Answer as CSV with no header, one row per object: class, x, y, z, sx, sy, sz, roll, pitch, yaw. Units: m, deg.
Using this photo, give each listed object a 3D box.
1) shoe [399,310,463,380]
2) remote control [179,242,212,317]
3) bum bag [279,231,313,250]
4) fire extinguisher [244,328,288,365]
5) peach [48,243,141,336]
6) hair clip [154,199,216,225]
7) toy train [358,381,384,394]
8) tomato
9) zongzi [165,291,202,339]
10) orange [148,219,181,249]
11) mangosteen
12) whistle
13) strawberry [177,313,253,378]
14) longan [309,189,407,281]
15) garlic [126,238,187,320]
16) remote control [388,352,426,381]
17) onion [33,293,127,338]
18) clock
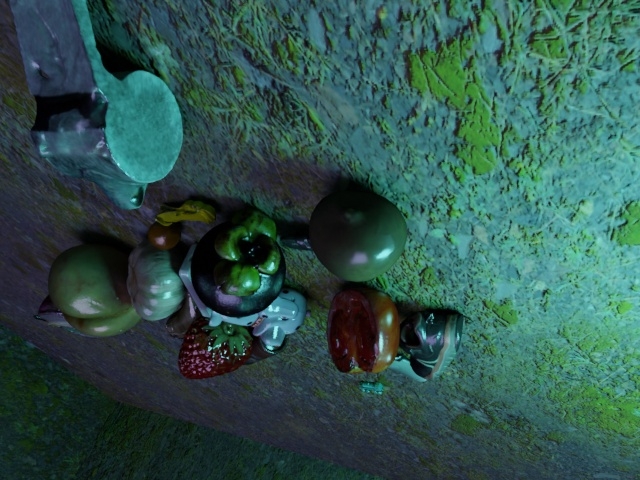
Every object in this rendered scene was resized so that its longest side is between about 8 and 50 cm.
shoe,0.246,0.252,1.379,0.137,0.114,0.291,15,147,2
remote control,-0.316,0.113,1.533,0.034,0.103,0.250,11,149,13
bum bag,0.000,0.000,1.210,0.198,0.049,0.087,0,167,32
fire extinguisher,-0.233,0.346,1.824,0.344,0.138,0.102,-34,75,54
peach,-0.635,0.143,1.658,0.293,0.247,0.292,3,126,5
hair clip,-0.302,-0.061,1.304,0.173,0.046,0.072,-5,150,39
toy train,0.167,0.487,1.889,0.092,0.029,0.045,-1,135,36
tomato,0.119,0.210,1.342,0.140,0.200,0.233,0,172,-30
zongzi,-0.421,0.226,1.772,0.195,0.099,0.197,-13,134,21
orange,-0.384,-0.015,1.406,0.085,0.085,0.085,16,149,10
mangosteen,-0.176,0.052,1.239,0.243,0.242,0.243,16,149,10
whistle,-0.387,-0.239,0.938,0.168,0.188,0.404,6,145,26
strawberry,-0.329,0.325,1.681,0.205,0.205,0.244,34,121,-19
longan,0.067,-0.009,1.037,0.189,0.189,0.189,16,149,10
garlic,-0.404,0.097,1.531,0.212,0.218,0.219,-4,167,-36
remote control,0.202,0.348,1.629,0.256,0.045,0.097,25,150,-10
onion,-0.787,0.238,1.985,0.349,0.159,0.267,1,156,20
clock,-0.152,0.171,1.476,0.254,0.188,0.189,20,150,-9
